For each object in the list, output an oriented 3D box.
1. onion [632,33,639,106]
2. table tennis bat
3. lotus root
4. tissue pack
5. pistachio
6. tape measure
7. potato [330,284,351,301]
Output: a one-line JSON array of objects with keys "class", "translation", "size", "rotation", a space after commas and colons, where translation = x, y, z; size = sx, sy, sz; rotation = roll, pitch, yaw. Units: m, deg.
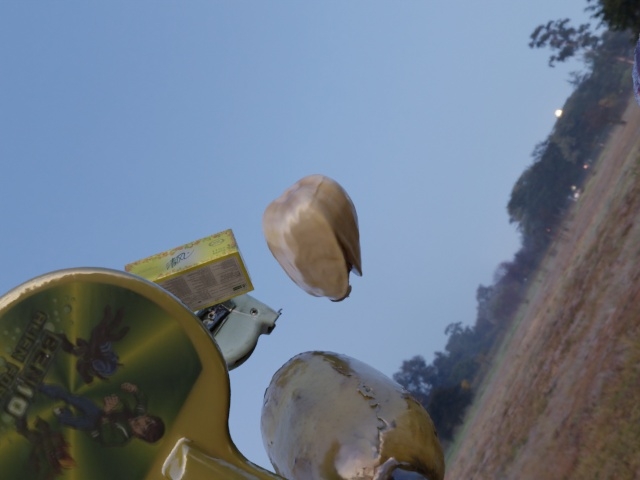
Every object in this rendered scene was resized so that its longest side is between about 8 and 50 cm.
[{"class": "onion", "translation": [0.407, -0.162, 0.474], "size": [0.206, 0.207, 0.216], "rotation": [72, -154, -63]}, {"class": "table tennis bat", "translation": [-0.123, 0.149, 0.379], "size": [0.198, 0.321, 0.050], "rotation": [-59, 1, -1]}, {"class": "lotus root", "translation": [0.029, 0.207, 0.513], "size": [0.146, 0.284, 0.160], "rotation": [2, -88, -21]}, {"class": "tissue pack", "translation": [-0.203, 0.058, 0.789], "size": [0.176, 0.062, 0.095], "rotation": [-21, -46, -6]}, {"class": "pistachio", "translation": [0.000, 0.000, 0.809], "size": [0.157, 0.157, 0.229], "rotation": [-48, -44, -23]}, {"class": "tape measure", "translation": [-0.256, 0.206, 1.258], "size": [0.246, 0.243, 0.125], "rotation": [-55, -8, -34]}, {"class": "potato", "translation": [0.040, 0.140, 1.311], "size": [0.093, 0.036, 0.037], "rotation": [-11, -81, -44]}]
